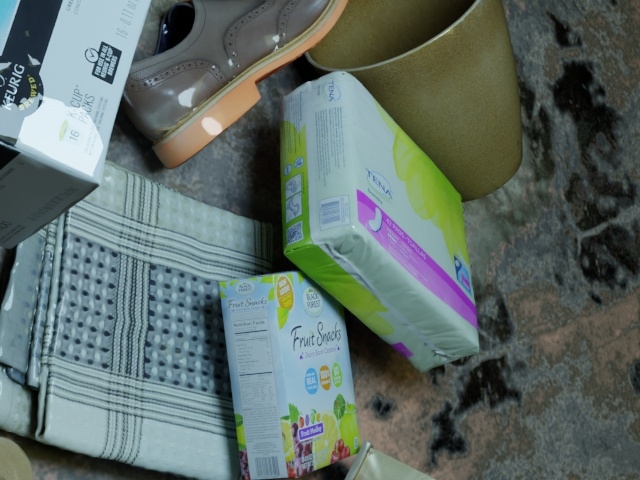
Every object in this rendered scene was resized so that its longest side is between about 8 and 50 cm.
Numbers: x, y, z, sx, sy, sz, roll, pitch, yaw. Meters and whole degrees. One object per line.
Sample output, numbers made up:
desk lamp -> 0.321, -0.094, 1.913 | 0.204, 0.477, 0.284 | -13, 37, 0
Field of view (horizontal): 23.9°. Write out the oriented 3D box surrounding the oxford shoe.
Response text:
oxford shoe -> -0.087, -0.233, 1.658 | 0.133, 0.130, 0.364 | 49, 49, -11

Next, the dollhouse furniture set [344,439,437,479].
dollhouse furniture set -> 0.097, 0.334, 1.635 | 0.161, 0.181, 0.101 | -62, 165, -14

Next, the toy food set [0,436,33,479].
toy food set -> -0.302, 0.223, 1.400 | 0.082, 0.020, 0.083 | 30, 59, -33

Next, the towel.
towel -> -0.179, 0.077, 1.532 | 0.324, 0.056, 0.312 | 22, 64, -36

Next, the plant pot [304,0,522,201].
plant pot -> 0.138, -0.176, 1.801 | 0.237, 0.237, 0.254 | -57, 131, -36

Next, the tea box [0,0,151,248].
tea box -> -0.334, -0.220, 1.333 | 0.323, 0.220, 0.329 | 23, 63, -24

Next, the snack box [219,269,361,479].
snack box -> -0.029, 0.136, 1.589 | 0.174, 0.070, 0.207 | -5, 86, -67

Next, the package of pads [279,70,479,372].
package of pads -> 0.067, -0.022, 1.674 | 0.296, 0.101, 0.229 | 43, 34, -45
